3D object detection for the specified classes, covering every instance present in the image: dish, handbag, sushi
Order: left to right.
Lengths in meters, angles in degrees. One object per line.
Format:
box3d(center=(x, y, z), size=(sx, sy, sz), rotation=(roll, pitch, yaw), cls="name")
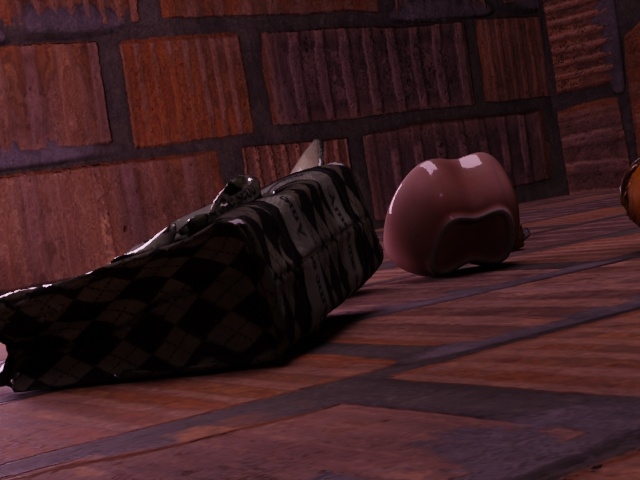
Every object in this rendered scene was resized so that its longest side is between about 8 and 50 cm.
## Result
box3d(center=(-0.133, 0.042, 1.284), size=(0.316, 0.180, 0.416), rotation=(-17, 5, 16), cls="handbag")
box3d(center=(0.201, -0.017, 1.739), size=(0.213, 0.213, 0.090), rotation=(-9, 35, -20), cls="dish")
box3d(center=(0.304, -0.007, 2.046), size=(0.052, 0.055, 0.120), rotation=(2, 8, -26), cls="sushi")

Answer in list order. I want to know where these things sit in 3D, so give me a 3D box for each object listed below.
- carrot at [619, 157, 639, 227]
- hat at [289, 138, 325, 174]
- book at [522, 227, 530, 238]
box3d(center=(0.499, -0.058, 1.544), size=(0.195, 0.196, 0.254), rotation=(-9, -9, -8), cls="carrot")
box3d(center=(0.000, 0.000, 1.674), size=(0.130, 0.257, 0.257), rotation=(23, -4, -11), cls="hat")
box3d(center=(0.303, -0.003, 2.283), size=(0.157, 0.026, 0.231), rotation=(-8, 2, 15), cls="book")
